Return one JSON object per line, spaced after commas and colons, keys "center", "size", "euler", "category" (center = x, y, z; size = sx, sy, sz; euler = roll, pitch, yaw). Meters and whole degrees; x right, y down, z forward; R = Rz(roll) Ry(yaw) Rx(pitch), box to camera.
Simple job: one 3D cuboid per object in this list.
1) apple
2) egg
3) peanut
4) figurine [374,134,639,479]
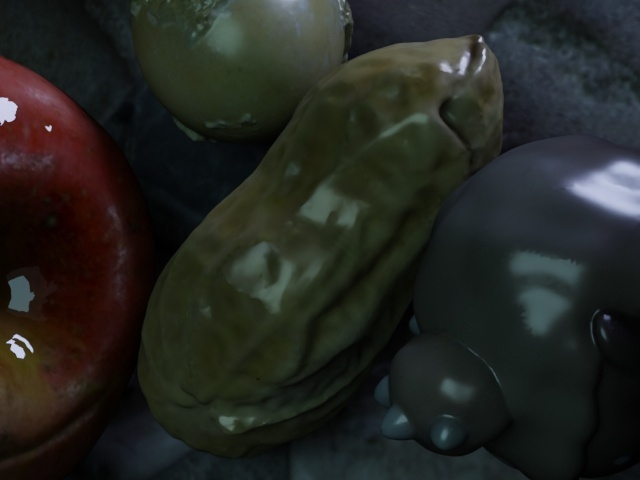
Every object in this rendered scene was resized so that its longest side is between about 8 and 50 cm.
{"center": [-0.314, 0.038, 1.188], "size": [0.364, 0.364, 0.364], "euler": [-8, 72, 24], "category": "apple"}
{"center": [-0.057, -0.155, 1.214], "size": [0.164, 0.164, 0.201], "euler": [-32, 33, 15], "category": "egg"}
{"center": [0.001, 0.000, 1.138], "size": [0.158, 0.174, 0.340], "euler": [35, 90, 26], "category": "peanut"}
{"center": [0.216, 0.017, 0.996], "size": [0.380, 0.248, 0.203], "euler": [-19, 105, 18], "category": "figurine"}
